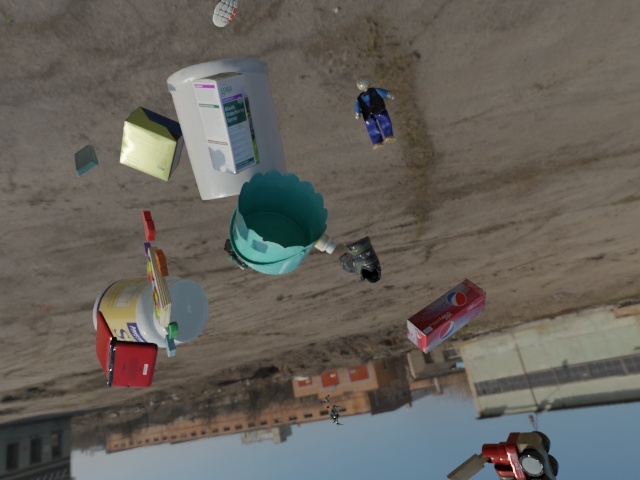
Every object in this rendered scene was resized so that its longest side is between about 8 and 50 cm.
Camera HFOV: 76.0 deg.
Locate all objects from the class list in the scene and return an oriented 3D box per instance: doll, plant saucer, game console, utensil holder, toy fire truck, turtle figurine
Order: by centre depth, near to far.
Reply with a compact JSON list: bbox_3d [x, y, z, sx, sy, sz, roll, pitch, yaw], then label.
[{"bbox_3d":[-0.396,0.223,0.832,0.123,0.085,0.144,10,127,-20],"label":"game console"},{"bbox_3d":[0.142,-0.339,1.064,0.129,0.189,0.046,-24,174,41],"label":"doll"},{"bbox_3d":[0.490,0.639,1.085,0.246,0.217,0.158,-21,177,37],"label":"toy fire truck"},{"bbox_3d":[-0.704,-0.244,1.225,0.067,0.192,0.018,-38,131,-9],"label":"plant saucer"},{"bbox_3d":[-0.293,-0.353,1.353,0.327,0.386,0.328,-11,-169,2],"label":"utensil holder"},{"bbox_3d":[-0.327,0.032,1.638,0.117,0.176,0.234,5,148,-16],"label":"turtle figurine"}]

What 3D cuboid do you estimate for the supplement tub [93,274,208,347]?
[{"bbox_3d":[-0.577,0.243,1.407,0.330,0.241,0.241,-7,165,29],"label":"supplement tub"}]

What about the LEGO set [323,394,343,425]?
[{"bbox_3d":[0.028,0.434,1.038,0.023,0.054,0.083,-3,-160,-37],"label":"LEGO set"}]

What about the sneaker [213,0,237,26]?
[{"bbox_3d":[-0.284,-0.735,1.257,0.061,0.065,0.158,20,111,-38],"label":"sneaker"}]

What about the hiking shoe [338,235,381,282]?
[{"bbox_3d":[0.111,0.074,1.125,0.086,0.114,0.227,-26,166,-8],"label":"hiking shoe"}]

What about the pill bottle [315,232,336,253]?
[{"bbox_3d":[0.000,0.000,1.536,0.116,0.065,0.065,33,149,-8],"label":"pill bottle"}]

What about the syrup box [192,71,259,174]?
[{"bbox_3d":[-0.241,-0.304,1.067,0.096,0.237,0.093,17,-142,33],"label":"syrup box"}]

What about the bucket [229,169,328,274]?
[{"bbox_3d":[-0.129,-0.046,1.210,0.280,0.281,0.183,-3,146,-24],"label":"bucket"}]

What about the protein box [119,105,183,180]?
[{"bbox_3d":[-0.668,-0.385,1.643,0.199,0.136,0.201,21,130,-12],"label":"protein box"}]

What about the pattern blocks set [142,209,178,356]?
[{"bbox_3d":[-0.414,0.116,1.043,0.026,0.325,0.286,-10,141,-29],"label":"pattern blocks set"}]

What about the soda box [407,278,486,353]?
[{"bbox_3d":[0.392,0.231,1.271,0.263,0.083,0.092,-28,130,-20],"label":"soda box"}]
